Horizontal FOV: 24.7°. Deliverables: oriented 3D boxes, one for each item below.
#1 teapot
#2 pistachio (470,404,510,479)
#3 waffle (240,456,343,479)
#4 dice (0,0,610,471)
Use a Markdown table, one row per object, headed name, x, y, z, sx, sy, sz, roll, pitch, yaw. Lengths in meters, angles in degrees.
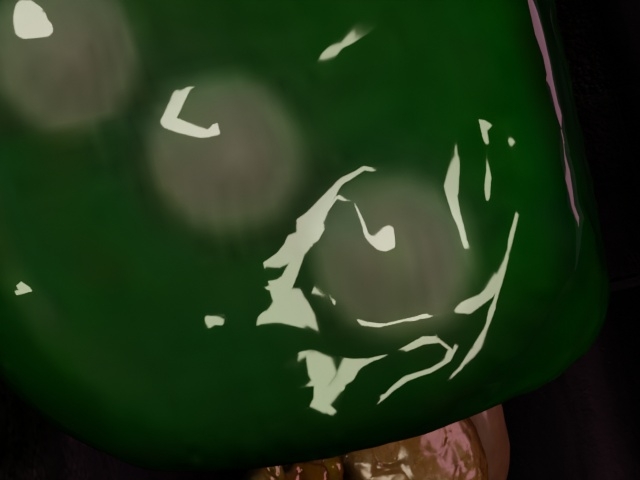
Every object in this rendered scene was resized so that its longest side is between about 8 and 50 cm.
| name | x | y | z | sx | sy | sz | roll | pitch | yaw |
| --- | --- | --- | --- | --- | --- | --- | --- | --- | --- |
| teapot | 0.015 | 0.193 | 1.159 | 0.203 | 0.167 | 0.311 | 37 | -34 | 17 |
| pistachio | 0.163 | 0.239 | 1.985 | 0.181 | 0.162 | 0.293 | -36 | 115 | -52 |
| waffle | -0.012 | 0.285 | 0.947 | 0.301 | 0.058 | 0.282 | -69 | 147 | -50 |
| dice | -0.019 | -0.068 | 0.762 | 0.287 | 0.300 | 0.297 | -50 | 127 | -73 |
